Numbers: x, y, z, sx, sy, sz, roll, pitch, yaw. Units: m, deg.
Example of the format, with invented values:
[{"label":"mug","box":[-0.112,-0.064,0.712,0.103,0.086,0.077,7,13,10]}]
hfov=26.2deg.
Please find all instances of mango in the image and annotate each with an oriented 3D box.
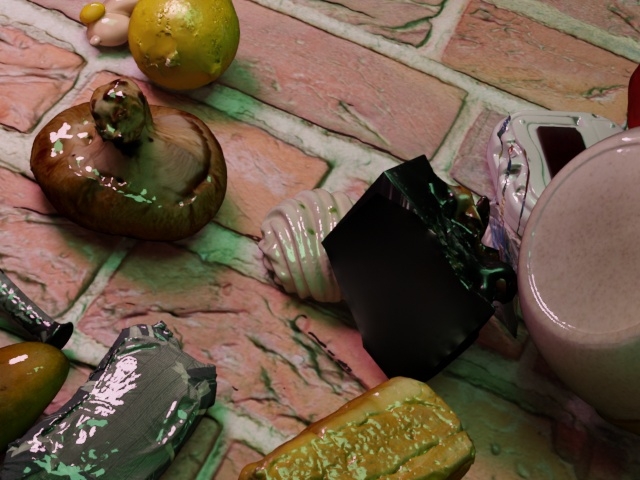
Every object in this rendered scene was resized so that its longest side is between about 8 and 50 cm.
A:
[{"label":"mango","box":[-0.417,0.206,1.632,0.267,0.111,0.133,-27,37,-30]}]

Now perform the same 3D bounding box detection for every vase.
[{"label":"vase","box":[-0.397,0.083,1.788,0.167,0.059,0.059,37,50,18]}]

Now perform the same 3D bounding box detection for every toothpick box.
[{"label":"toothpick box","box":[0.501,0.070,1.793,0.425,0.409,0.409,29,34,-41]}]

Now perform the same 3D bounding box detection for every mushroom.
[{"label":"mushroom","box":[-0.251,-0.120,1.928,0.267,0.254,0.267,28,41,-27]}]

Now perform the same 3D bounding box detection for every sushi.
[{"label":"sushi","box":[0.149,0.036,1.852,0.227,0.215,0.212,51,38,12]}]

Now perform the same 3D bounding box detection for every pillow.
[{"label":"pillow","box":[-0.251,0.230,1.667,0.161,0.092,0.335,35,49,5]}]

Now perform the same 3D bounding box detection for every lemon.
[{"label":"lemon","box":[-0.212,-0.324,2.128,0.173,0.173,0.206,1,50,-15]}]

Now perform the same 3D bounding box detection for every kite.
[{"label":"kite","box":[0.257,-0.014,1.883,0.015,0.310,0.169,-8,43,-12]}]

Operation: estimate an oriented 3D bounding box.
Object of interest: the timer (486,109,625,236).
[{"label":"timer","box":[0.390,-0.101,2.149,0.237,0.087,0.262,2,48,-13]}]

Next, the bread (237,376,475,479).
[{"label":"bread","box":[0.040,0.285,1.677,0.294,0.132,0.167,-26,61,-34]}]

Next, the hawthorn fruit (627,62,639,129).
[{"label":"hawthorn fruit","box":[0.602,-0.199,2.157,0.307,0.265,0.265,21,38,-40]}]

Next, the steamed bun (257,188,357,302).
[{"label":"steamed bun","box":[0.000,0.000,1.940,0.183,0.106,0.183,9,46,-9]}]

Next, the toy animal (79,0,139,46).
[{"label":"toy animal","box":[-0.325,-0.345,2.188,0.114,0.091,0.082,-27,88,-19]}]
